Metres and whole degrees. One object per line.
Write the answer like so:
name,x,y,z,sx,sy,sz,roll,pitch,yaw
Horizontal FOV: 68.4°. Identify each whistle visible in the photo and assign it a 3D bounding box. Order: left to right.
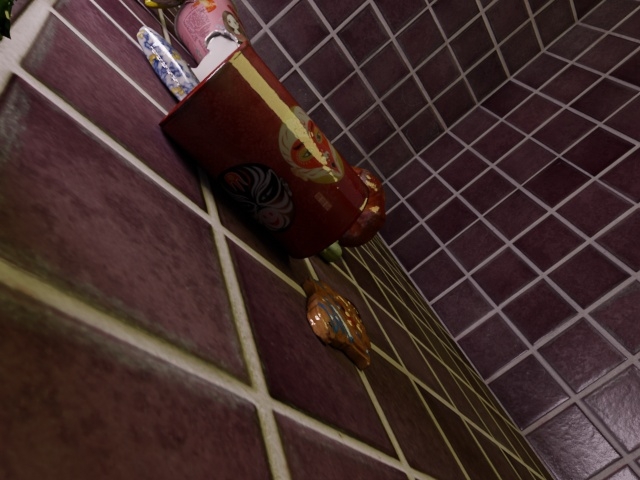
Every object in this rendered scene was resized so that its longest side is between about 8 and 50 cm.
whistle,0.000,0.000,1.128,0.104,0.057,0.198,52,8,15

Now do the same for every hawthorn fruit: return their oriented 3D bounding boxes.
hawthorn fruit,0.094,-0.103,1.442,0.242,0.242,0.271,51,10,6

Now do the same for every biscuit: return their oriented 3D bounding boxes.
biscuit,0.037,0.141,0.842,0.183,0.043,0.280,56,13,11

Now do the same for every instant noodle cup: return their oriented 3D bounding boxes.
instant noodle cup,-0.355,-0.693,1.643,0.231,0.243,0.243,60,12,21

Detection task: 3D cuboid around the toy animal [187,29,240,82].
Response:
toy animal,-0.201,-0.363,1.265,0.258,0.194,0.357,44,-3,30

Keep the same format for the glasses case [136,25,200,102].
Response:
glasses case,-0.313,-0.361,1.023,0.248,0.065,0.087,52,6,12

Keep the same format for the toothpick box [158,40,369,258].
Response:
toothpick box,-0.090,-0.149,0.837,0.333,0.204,0.204,48,10,-24

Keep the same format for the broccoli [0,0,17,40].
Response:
broccoli,-0.290,-0.212,0.315,0.195,0.156,0.196,30,56,-56

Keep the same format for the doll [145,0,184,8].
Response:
doll,-0.503,-0.837,1.538,0.237,0.252,0.111,-126,-161,-78
